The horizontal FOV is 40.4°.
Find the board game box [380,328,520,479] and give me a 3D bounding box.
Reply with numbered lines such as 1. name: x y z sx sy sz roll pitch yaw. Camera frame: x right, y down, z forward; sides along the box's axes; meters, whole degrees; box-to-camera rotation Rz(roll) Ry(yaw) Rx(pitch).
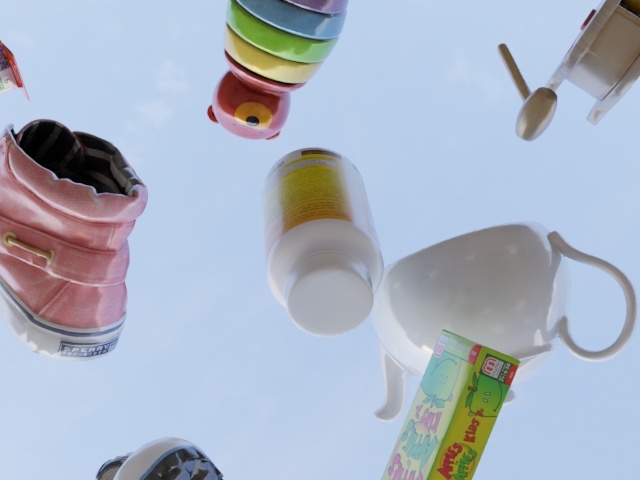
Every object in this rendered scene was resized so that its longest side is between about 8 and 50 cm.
1. board game box: 0.114 0.180 0.809 0.043 0.092 0.181 24 -93 -16

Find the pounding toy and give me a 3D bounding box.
1. pounding toy: 0.306 -0.241 1.005 0.155 0.154 0.269 34 -127 6

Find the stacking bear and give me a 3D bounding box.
1. stacking bear: -0.058 -0.261 1.143 0.175 0.289 0.164 14 -147 -20

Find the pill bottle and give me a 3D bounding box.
1. pill bottle: 0.000 0.000 0.901 0.117 0.117 0.215 -19 -147 7

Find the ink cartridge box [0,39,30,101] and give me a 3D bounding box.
1. ink cartridge box: -0.369 -0.200 0.982 0.029 0.063 0.115 -28 -132 -23

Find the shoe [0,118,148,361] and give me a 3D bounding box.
1. shoe: -0.140 -0.024 0.407 0.178 0.063 0.081 36 -64 38

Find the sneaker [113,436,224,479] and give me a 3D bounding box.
1. sneaker: -0.107 0.176 0.511 0.086 0.237 0.085 40 -125 20

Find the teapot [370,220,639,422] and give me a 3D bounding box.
1. teapot: 0.189 0.098 1.006 0.253 0.256 0.187 -14 -105 -16

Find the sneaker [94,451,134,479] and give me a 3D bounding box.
1. sneaker: -0.138 0.232 0.794 0.135 0.058 0.052 21 -97 -14
